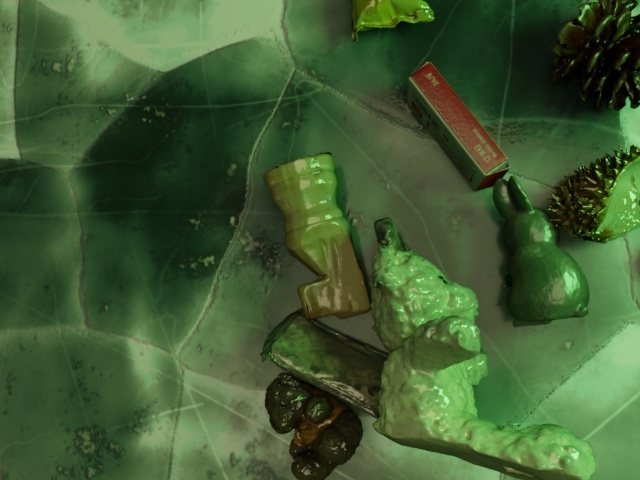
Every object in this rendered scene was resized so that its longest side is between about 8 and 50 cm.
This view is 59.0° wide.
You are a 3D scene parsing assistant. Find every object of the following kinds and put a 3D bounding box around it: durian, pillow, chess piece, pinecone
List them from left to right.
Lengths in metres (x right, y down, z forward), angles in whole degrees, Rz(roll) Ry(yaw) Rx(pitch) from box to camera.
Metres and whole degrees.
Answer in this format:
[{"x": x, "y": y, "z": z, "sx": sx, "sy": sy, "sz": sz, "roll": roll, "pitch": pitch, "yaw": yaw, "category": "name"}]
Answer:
[{"x": 0.000, "y": 0.000, "z": 1.032, "sx": 0.137, "sy": 0.137, "sz": 0.300, "roll": -18, "pitch": 87, "yaw": 10, "category": "chess piece"}, {"x": 0.024, "y": 0.220, "z": 0.998, "sx": 0.255, "sy": 0.169, "sz": 0.059, "roll": 26, "pitch": 122, "yaw": 12, "category": "pillow"}, {"x": 0.489, "y": -0.306, "z": 0.936, "sx": 0.179, "sy": 0.150, "sz": 0.195, "roll": -38, "pitch": 82, "yaw": 0, "category": "pinecone"}, {"x": 0.490, "y": -0.081, "z": 0.914, "sx": 0.252, "sy": 0.144, "sz": 0.139, "roll": -22, "pitch": 82, "yaw": -24, "category": "durian"}]

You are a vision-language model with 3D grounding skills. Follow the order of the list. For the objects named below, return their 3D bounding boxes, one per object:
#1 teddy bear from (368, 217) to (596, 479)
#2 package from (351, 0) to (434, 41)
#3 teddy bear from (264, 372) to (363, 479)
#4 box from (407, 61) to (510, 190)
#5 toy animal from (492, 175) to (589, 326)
[{"x": 0.227, "y": 0.149, "z": 0.871, "sx": 0.376, "sy": 0.327, "sz": 0.362, "roll": 4, "pitch": 66, "yaw": 27, "category": "teddy bear"}, {"x": 0.114, "y": -0.487, "z": 1.057, "sx": 0.169, "sy": 0.090, "sz": 0.226, "roll": -9, "pitch": 81, "yaw": 14, "category": "package"}, {"x": -0.019, "y": 0.316, "z": 1.001, "sx": 0.190, "sy": 0.140, "sz": 0.177, "roll": 38, "pitch": 135, "yaw": 14, "category": "teddy bear"}, {"x": 0.236, "y": -0.192, "z": 0.992, "sx": 0.050, "sy": 0.123, "sz": 0.229, "roll": -35, "pitch": 79, "yaw": 2, "category": "box"}, {"x": 0.362, "y": 0.012, "z": 0.945, "sx": 0.127, "sy": 0.125, "sz": 0.251, "roll": -12, "pitch": 81, "yaw": 22, "category": "toy animal"}]
